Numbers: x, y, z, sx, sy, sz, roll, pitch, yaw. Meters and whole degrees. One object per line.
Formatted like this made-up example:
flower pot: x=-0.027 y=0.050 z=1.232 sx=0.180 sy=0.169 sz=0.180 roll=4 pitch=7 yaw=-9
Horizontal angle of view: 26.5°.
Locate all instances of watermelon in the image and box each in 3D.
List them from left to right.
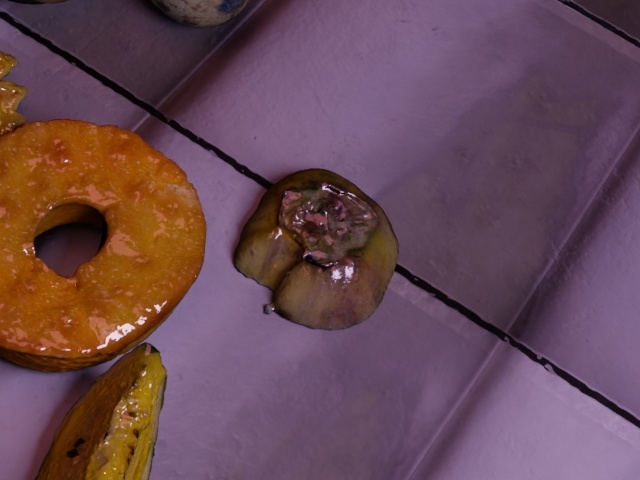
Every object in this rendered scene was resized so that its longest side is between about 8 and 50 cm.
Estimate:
watermelon: x=-0.231 y=0.249 z=1.344 sx=0.123 sy=0.129 sz=0.301 roll=20 pitch=53 yaw=-1

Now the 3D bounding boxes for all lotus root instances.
lotus root: x=0.002 y=-0.003 z=1.565 sx=0.183 sy=0.078 sz=0.204 roll=20 pitch=60 yaw=3

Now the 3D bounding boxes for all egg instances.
egg: x=-0.160 y=-0.347 z=1.699 sx=0.141 sy=0.141 sz=0.182 roll=-27 pitch=60 yaw=-23

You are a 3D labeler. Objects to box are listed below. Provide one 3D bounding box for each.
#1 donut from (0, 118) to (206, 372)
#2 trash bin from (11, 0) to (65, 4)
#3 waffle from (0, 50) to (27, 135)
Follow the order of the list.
donut: x=-0.277 y=0.014 z=1.487 sx=0.303 sy=0.110 sz=0.303 roll=6 pitch=59 yaw=-10
trash bin: x=-0.333 y=-0.429 z=1.678 sx=0.214 sy=0.214 sz=0.334 roll=16 pitch=54 yaw=0
waffle: x=-0.488 y=-0.159 z=1.580 sx=0.280 sy=0.060 sz=0.262 roll=24 pitch=57 yaw=3
